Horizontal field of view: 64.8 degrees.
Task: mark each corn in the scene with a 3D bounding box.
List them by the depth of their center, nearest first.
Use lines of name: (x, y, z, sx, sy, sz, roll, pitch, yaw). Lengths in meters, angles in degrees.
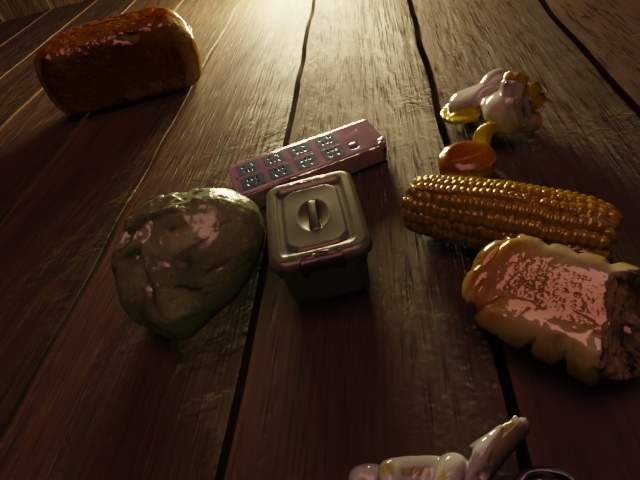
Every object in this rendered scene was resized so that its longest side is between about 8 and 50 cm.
corn: (0.217, -0.025, 0.598, 0.244, 0.093, 0.093, 17, 50, 34)

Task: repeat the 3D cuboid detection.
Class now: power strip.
power strip: (-0.023, -0.128, 0.845, 0.279, 0.037, 0.109, -21, 39, -4)

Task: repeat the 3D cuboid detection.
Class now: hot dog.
hot dog: (-0.503, -0.472, 1.300, 0.405, 0.185, 0.223, -12, 41, 5)

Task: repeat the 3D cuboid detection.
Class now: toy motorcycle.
toy motorcycle: (0.085, 0.221, 0.379, 0.229, 0.074, 0.151, -36, 48, -8)

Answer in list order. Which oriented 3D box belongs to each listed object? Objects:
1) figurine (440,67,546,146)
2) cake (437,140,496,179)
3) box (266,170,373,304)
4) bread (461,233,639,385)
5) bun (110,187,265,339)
figurine: (0.269, -0.220, 0.814, 0.130, 0.109, 0.178, -38, 36, 10)
cake: (0.213, -0.112, 0.738, 0.084, 0.044, 0.084, -9, 42, 8)
box: (0.000, 0.000, 0.647, 0.124, 0.092, 0.172, -13, 40, 4)
bread: (0.229, 0.061, 0.493, 0.177, 0.084, 0.119, 26, 75, 37)
bun: (-0.175, 0.012, 0.627, 0.212, 0.126, 0.204, -48, 38, 4)
